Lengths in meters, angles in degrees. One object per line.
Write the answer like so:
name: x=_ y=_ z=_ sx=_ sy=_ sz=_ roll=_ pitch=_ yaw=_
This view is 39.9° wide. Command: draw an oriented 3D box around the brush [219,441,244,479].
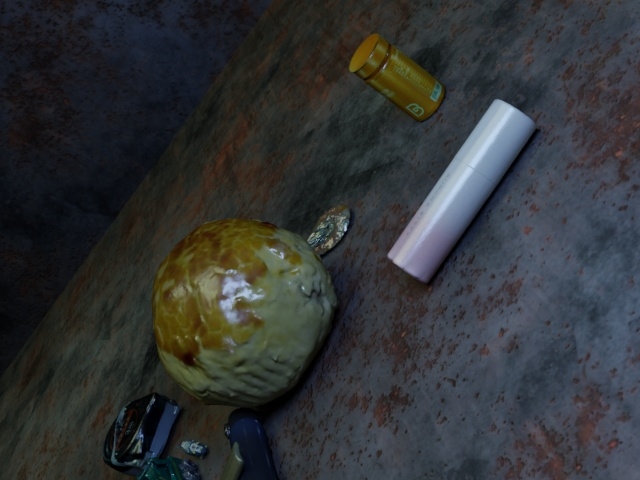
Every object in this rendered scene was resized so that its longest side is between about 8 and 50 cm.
brush: x=-0.199 y=0.484 z=1.599 sx=0.054 sy=0.048 sz=0.282 roll=-115 pitch=43 yaw=-56

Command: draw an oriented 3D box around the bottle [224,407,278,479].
bottle: x=-0.129 y=0.399 z=1.631 sx=0.082 sy=0.072 sz=0.244 roll=-15 pitch=26 yaw=-5

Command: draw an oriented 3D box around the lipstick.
lipstick: x=0.239 y=-0.082 z=1.503 sx=0.327 sy=0.087 sz=0.087 roll=-56 pitch=24 yaw=5

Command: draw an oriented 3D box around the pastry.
pastry: x=-0.166 y=0.129 z=1.730 sx=0.388 sy=0.313 sz=0.388 roll=-43 pitch=26 yaw=26

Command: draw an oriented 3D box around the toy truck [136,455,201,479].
toy truck: x=-0.312 y=0.512 z=1.788 sx=0.110 sy=0.116 sz=0.216 roll=-56 pitch=24 yaw=1

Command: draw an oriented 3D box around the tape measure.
tape measure: x=-0.429 y=0.463 z=2.086 sx=0.181 sy=0.107 sz=0.182 roll=-21 pitch=42 yaw=48

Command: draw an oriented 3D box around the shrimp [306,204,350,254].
shrimp: x=0.000 y=0.000 z=1.916 sx=0.190 sy=0.042 sz=0.101 roll=-50 pitch=32 yaw=13

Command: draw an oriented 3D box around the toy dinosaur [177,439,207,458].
toy dinosaur: x=-0.273 y=0.443 z=1.885 sx=0.083 sy=0.047 sz=0.030 roll=-12 pitch=51 yaw=56

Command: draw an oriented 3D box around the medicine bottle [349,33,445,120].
medicine bottle: x=0.161 y=-0.336 z=1.831 sx=0.096 sy=0.192 sz=0.096 roll=-42 pitch=29 yaw=30
